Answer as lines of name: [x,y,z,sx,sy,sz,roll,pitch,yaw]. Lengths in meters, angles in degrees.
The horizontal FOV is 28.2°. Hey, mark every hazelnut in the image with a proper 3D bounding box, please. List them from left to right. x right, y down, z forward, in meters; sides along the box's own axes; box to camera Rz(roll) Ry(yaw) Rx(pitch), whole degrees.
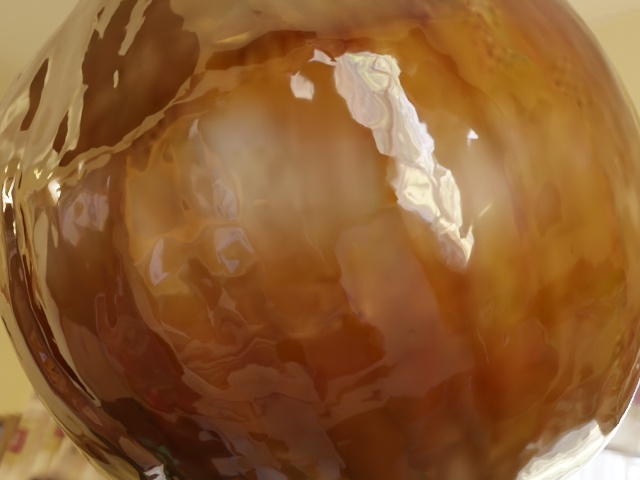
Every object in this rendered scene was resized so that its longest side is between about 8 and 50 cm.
hazelnut: [0.000,0.000,0.669,0.372,0.373,0.315,8,12,10]
